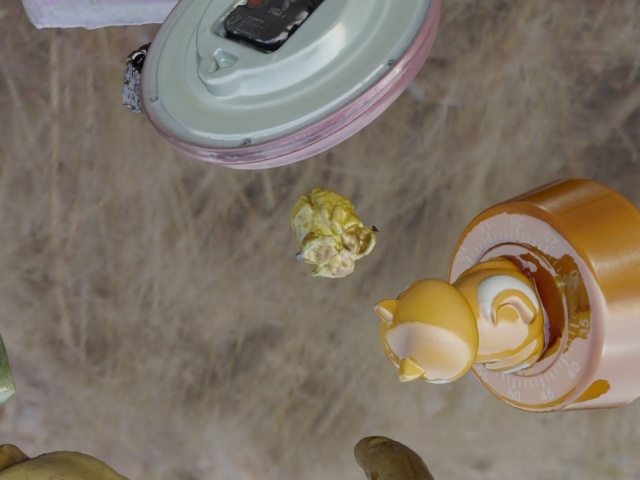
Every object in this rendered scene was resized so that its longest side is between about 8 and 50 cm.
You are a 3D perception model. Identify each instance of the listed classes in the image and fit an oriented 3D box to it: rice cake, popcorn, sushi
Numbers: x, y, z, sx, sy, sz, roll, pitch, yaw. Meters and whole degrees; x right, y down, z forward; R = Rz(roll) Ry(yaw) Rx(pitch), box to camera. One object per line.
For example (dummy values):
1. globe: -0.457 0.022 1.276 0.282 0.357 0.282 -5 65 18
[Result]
1. rice cake: -0.101 -0.226 1.232 0.364 0.056 0.073 -1 134 17
2. popcorn: 0.000 0.000 1.251 0.084 0.084 0.084 8 149 5
3. sushi: -0.169 -0.178 1.634 0.084 0.098 0.094 25 127 42

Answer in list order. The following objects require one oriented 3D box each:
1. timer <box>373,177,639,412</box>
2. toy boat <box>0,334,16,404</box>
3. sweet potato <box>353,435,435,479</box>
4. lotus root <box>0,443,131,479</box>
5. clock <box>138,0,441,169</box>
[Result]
1. timer: 0.092 0.040 0.759 0.152 0.132 0.132 -10 165 -37
2. toy boat: -0.298 0.059 1.106 0.185 0.089 0.071 52 144 11
3. sweet potato: 0.107 0.195 0.916 0.079 0.108 0.346 39 162 -26
4. lotus root: -0.187 0.274 1.193 0.284 0.146 0.160 40 176 15
5. clock: -0.023 -0.154 1.041 0.244 0.244 0.056 -7 141 28
